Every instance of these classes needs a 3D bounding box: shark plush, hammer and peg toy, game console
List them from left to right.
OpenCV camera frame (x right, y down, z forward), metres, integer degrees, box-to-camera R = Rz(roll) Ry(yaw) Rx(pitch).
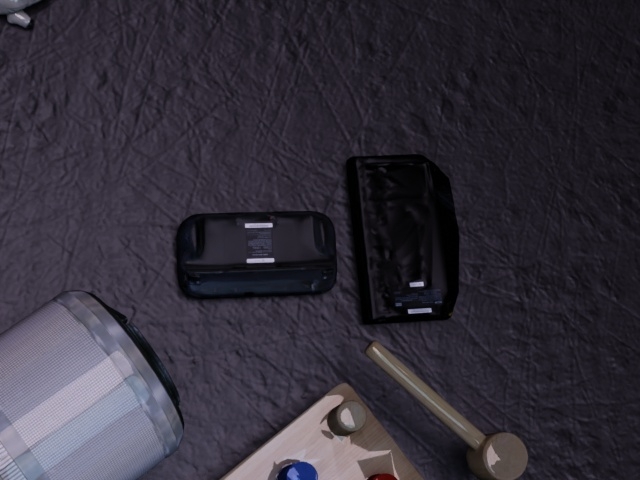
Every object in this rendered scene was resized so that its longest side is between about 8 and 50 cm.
[{"bbox_3d":[-0.409,-0.308,1.731,0.161,0.073,0.067,-1,57,7],"label":"shark plush"},{"bbox_3d":[0.000,0.000,1.752,0.361,0.044,0.213,-2,77,-15],"label":"game console"},{"bbox_3d":[0.047,0.301,1.652,0.361,0.127,0.266,-38,87,-18],"label":"hammer and peg toy"}]

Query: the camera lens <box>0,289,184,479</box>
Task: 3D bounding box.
[{"bbox_3d":[-0.305,0.203,1.537,0.274,0.219,0.219,-35,88,-18],"label":"camera lens"}]
